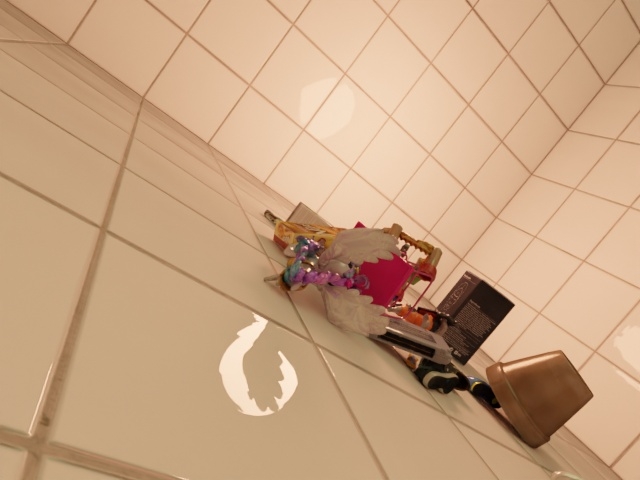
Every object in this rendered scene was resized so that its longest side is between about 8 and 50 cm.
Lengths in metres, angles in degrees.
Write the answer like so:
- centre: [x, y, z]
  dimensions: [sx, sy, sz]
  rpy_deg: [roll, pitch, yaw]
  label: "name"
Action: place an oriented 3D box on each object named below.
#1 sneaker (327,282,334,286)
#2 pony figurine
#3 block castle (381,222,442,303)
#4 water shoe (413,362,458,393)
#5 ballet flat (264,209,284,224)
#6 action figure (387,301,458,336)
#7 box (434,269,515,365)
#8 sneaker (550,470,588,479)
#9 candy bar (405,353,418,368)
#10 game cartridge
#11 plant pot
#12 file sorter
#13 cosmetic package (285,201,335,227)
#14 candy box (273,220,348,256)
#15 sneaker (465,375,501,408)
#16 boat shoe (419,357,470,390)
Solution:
- centre: [0.032, 0.143, 1.675]
  dimensions: [0.077, 0.072, 0.178]
  rpy_deg: [45, 20, 16]
  label: "sneaker"
- centre: [0.035, 0.091, 1.330]
  dimensions: [0.350, 0.303, 0.363]
  rpy_deg: [6, 10, 2]
  label: "pony figurine"
- centre: [0.349, 0.134, 2.220]
  dimensions: [0.302, 0.213, 0.453]
  rpy_deg: [31, -25, -1]
  label: "block castle"
- centre: [0.364, 0.423, 1.443]
  dimensions: [0.203, 0.073, 0.080]
  rpy_deg: [32, 6, -47]
  label: "water shoe"
- centre: [-0.217, -0.097, 2.139]
  dimensions: [0.114, 0.041, 0.041]
  rpy_deg: [38, 6, 1]
  label: "ballet flat"
- centre: [0.382, 0.350, 1.958]
  dimensions: [0.341, 0.179, 0.330]
  rpy_deg: [8, -22, 39]
  label: "action figure"
- centre: [0.741, 0.384, 2.357]
  dimensions: [0.212, 0.396, 0.293]
  rpy_deg: [37, 7, 0]
  label: "box"
- centre: [0.738, 0.731, 1.253]
  dimensions: [0.232, 0.090, 0.115]
  rpy_deg: [40, 10, 24]
  label: "sneaker"
- centre: [0.303, 0.398, 1.526]
  dimensions: [0.040, 0.018, 0.161]
  rpy_deg: [39, 6, 15]
  label: "candy bar"
- centre: [0.268, 0.306, 1.511]
  dimensions: [0.297, 0.062, 0.198]
  rpy_deg: [21, 2, 1]
  label: "game cartridge"
- centre: [0.834, 0.560, 1.736]
  dimensions: [0.323, 0.280, 0.323]
  rpy_deg: [46, 19, -21]
  label: "plant pot"
- centre: [0.211, 0.111, 1.607]
  dimensions: [0.182, 0.202, 0.291]
  rpy_deg: [21, 18, -46]
  label: "file sorter"
- centre: [0.006, -0.017, 2.249]
  dimensions: [0.365, 0.155, 0.197]
  rpy_deg: [36, 4, -10]
  label: "cosmetic package"
- centre: [0.000, 0.000, 1.760]
  dimensions: [0.316, 0.088, 0.183]
  rpy_deg: [6, 14, -29]
  label: "candy box"
- centre: [0.650, 0.594, 1.830]
  dimensions: [0.209, 0.069, 0.082]
  rpy_deg: [35, 3, -23]
  label: "sneaker"
- centre: [0.425, 0.445, 1.563]
  dimensions: [0.233, 0.084, 0.079]
  rpy_deg: [36, 2, -30]
  label: "boat shoe"
